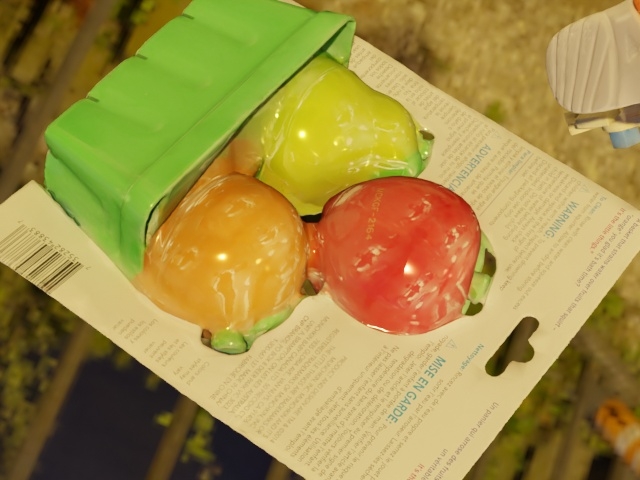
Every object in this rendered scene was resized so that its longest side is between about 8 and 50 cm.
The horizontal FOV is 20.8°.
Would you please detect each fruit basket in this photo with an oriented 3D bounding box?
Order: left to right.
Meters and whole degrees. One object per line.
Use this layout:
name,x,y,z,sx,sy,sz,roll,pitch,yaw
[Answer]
fruit basket,0.000,0.000,1.179,0.353,0.327,0.165,36,146,10

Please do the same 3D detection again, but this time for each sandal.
sandal,0.286,-0.161,1.386,0.265,0.076,0.102,-5,99,57

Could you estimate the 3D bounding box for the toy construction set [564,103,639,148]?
toy construction set,0.375,-0.049,1.689,0.327,0.151,0.215,53,173,-25
